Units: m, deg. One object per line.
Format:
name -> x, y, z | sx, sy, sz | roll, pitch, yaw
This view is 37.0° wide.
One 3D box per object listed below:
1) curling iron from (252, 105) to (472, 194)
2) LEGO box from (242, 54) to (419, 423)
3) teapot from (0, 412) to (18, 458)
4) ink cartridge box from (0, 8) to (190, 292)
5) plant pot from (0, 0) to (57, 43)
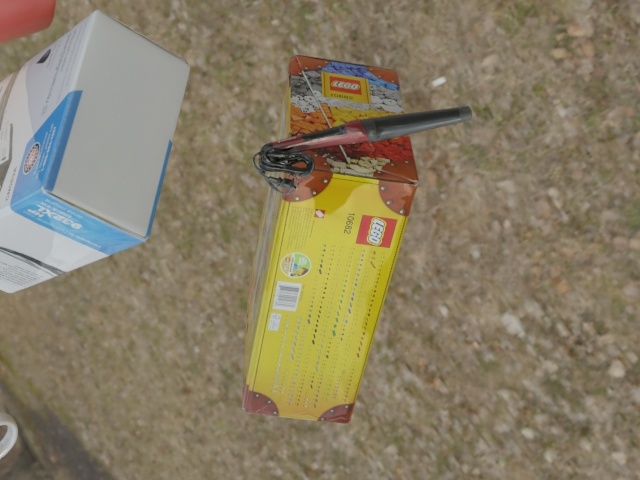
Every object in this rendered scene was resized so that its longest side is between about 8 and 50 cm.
curling iron -> 0.052, -0.117, 1.143 | 0.035, 0.274, 0.068 | 113, 139, -74
LEGO box -> 0.000, 0.000, 1.622 | 0.372, 0.193, 0.500 | -92, 12, -54
teapot -> -0.589, 0.329, 1.363 | 0.187, 0.252, 0.256 | -55, 18, 22
ink cartridge box -> -0.303, -0.087, 1.074 | 0.129, 0.223, 0.307 | 27, 150, -36
plant pot -> -0.444, -0.324, 1.079 | 0.275, 0.243, 0.275 | 33, 130, 51
